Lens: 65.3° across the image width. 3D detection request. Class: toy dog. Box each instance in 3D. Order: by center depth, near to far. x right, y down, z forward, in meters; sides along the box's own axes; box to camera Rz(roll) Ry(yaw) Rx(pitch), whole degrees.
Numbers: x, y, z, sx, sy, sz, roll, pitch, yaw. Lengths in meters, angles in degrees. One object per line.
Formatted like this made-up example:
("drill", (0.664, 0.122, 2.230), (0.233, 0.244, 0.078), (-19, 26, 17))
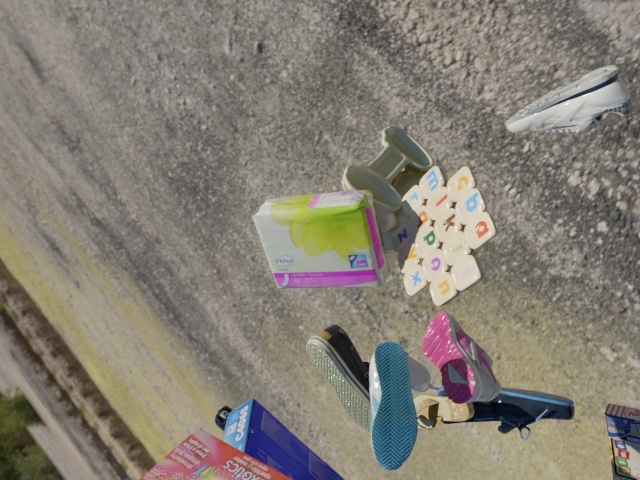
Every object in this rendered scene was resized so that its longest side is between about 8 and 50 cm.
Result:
("toy dog", (0.185, -0.057, 1.431), (0.395, 0.285, 0.408), (32, 146, -1))

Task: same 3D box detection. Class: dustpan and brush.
("dustpan and brush", (0.382, 0.519, 1.849), (0.211, 0.147, 0.060), (22, 119, -3))

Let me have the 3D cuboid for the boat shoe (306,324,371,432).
("boat shoe", (0.137, 0.533, 1.893), (0.186, 0.156, 0.500), (-24, 103, 50))

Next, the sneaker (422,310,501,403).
("sneaker", (0.308, 0.260, 1.097), (0.111, 0.252, 0.103), (22, 119, -22))

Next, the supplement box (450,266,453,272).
("supplement box", (0.462, 0.110, 1.666), (0.056, 0.083, 0.083), (47, 129, 23))

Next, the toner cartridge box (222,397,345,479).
("toner cartridge box", (-0.056, 0.493, 1.006), (0.075, 0.165, 0.348), (-36, 111, 15))

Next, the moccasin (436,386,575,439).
("moccasin", (0.486, 0.453, 1.325), (0.341, 0.137, 0.117), (-4, 78, 30))

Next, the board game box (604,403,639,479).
("board game box", (0.748, 0.484, 1.149), (0.146, 0.045, 0.194), (0, 110, 43))

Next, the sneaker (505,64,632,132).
("sneaker", (0.470, -0.245, 0.970), (0.095, 0.090, 0.235), (54, 151, -12))

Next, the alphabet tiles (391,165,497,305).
("alphabet tiles", (0.254, -0.012, 1.068), (0.278, 0.021, 0.284), (-49, 43, 46))

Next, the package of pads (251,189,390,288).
("package of pads", (0.000, 0.000, 1.203), (0.296, 0.101, 0.229), (-4, 118, 24))

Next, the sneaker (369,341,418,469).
("sneaker", (0.136, 0.319, 0.964), (0.087, 0.229, 0.092), (3, 153, 2))

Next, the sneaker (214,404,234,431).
("sneaker", (-0.236, 0.516, 1.406), (0.121, 0.079, 0.217), (40, 143, -5))

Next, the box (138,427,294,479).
("box", (-0.105, 0.365, 0.632), (0.256, 0.122, 0.128), (9, 119, 38))

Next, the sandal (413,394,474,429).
("sandal", (0.277, 0.443, 1.278), (0.240, 0.079, 0.088), (-36, 66, 51))
